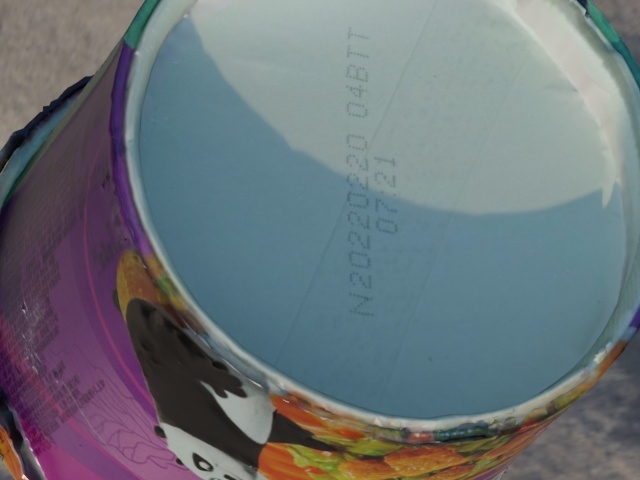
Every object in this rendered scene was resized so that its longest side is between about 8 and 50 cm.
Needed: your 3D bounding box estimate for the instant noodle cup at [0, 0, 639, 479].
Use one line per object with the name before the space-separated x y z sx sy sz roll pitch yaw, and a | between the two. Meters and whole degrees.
instant noodle cup | 0.000 0.000 0.645 0.251 0.190 0.251 6 69 -16
